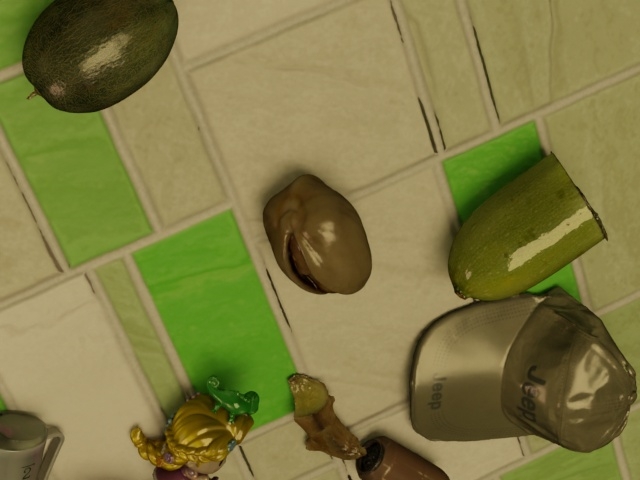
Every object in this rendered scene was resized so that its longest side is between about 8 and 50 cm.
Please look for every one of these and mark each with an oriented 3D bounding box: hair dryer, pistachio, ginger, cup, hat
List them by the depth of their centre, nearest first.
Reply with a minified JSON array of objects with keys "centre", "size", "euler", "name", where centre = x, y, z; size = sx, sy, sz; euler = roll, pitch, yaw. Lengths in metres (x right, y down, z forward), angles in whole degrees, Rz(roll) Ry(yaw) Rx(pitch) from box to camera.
[{"centre":[0.000,0.000,1.426],"size":[0.113,0.113,0.149],"euler":[-34,135,-1],"name":"pistachio"},{"centre":[-0.330,0.245,1.447],"size":[0.104,0.074,0.116],"euler":[-15,126,-45],"name":"cup"},{"centre":[0.002,0.215,1.557],"size":[0.057,0.044,0.137],"euler":[-43,123,-17],"name":"ginger"},{"centre":[0.241,0.185,1.578],"size":[0.244,0.149,0.214],"euler":[-16,118,-23],"name":"hat"},{"centre":[0.061,0.329,1.623],"size":[0.117,0.064,0.182],"euler":[33,106,-28],"name":"hair dryer"}]

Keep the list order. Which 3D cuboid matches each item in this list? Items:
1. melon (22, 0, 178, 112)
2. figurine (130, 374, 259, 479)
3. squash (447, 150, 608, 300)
[{"centre":[-0.212,-0.184,1.255],"size":[0.167,0.114,0.114],"euler":[-39,120,-2],"name":"melon"},{"centre":[-0.142,0.211,1.481],"size":[0.115,0.095,0.156],"euler":[29,122,-7],"name":"figurine"},{"centre":[0.224,0.001,1.492],"size":[0.186,0.123,0.123],"euler":[-37,120,5],"name":"squash"}]
